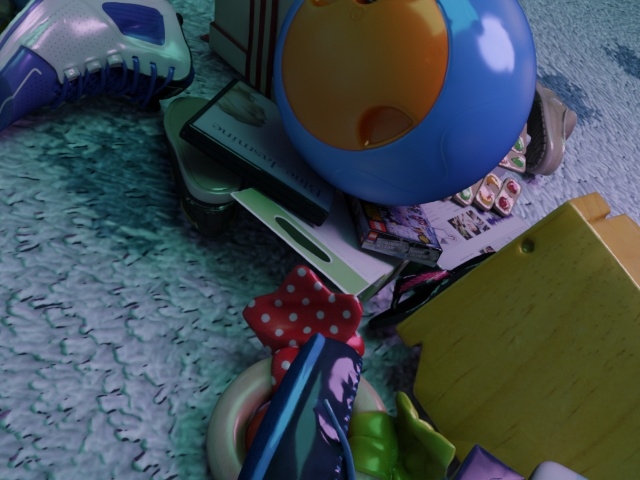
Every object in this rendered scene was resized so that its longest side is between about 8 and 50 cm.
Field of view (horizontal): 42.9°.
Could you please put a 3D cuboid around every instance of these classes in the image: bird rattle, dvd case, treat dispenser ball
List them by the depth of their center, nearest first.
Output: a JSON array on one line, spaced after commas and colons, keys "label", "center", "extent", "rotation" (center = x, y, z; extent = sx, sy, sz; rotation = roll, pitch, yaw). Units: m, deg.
[{"label": "bird rattle", "center": [-0.006, 0.156, 0.731], "extent": [0.207, 0.143, 0.253], "rotation": [-33, 72, -24]}, {"label": "treat dispenser ball", "center": [0.091, -0.182, 0.903], "extent": [0.288, 0.288, 0.288], "rotation": [19, 40, -16]}, {"label": "dvd case", "center": [-0.057, -0.115, 0.972], "extent": [0.180, 0.022, 0.253], "rotation": [33, 22, -7]}]

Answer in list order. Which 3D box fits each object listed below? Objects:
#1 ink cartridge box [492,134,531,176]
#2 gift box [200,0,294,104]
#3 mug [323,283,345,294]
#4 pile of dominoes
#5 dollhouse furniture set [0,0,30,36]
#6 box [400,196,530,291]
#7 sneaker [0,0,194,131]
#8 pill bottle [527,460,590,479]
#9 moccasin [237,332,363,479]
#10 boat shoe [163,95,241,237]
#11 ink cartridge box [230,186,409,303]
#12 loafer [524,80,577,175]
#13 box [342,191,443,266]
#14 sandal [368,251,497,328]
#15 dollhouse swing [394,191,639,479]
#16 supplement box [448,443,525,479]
[{"label": "ink cartridge box", "center": [0.204, -0.184, 1.280], "extent": [0.153, 0.087, 0.208], "rotation": [-20, 60, -46]}, {"label": "gift box", "center": [-0.021, -0.323, 1.139], "extent": [0.276, 0.258, 0.255], "rotation": [-26, 57, -27]}, {"label": "mug", "center": [-0.002, 0.082, 0.886], "extent": [0.064, 0.078, 0.062], "rotation": [12, -1, -37]}, {"label": "pile of dominoes", "center": [0.190, -0.147, 1.114], "extent": [0.251, 0.040, 0.196], "rotation": [15, 67, -22]}, {"label": "dollhouse furniture set", "center": [-0.414, -0.391, 1.108], "extent": [0.286, 0.198, 0.303], "rotation": [19, 67, 18]}, {"label": "box", "center": [0.214, 0.030, 1.082], "extent": [0.232, 0.058, 0.322], "rotation": [-21, 61, -46]}, {"label": "sneaker", "center": [-0.250, -0.216, 0.962], "extent": [0.182, 0.127, 0.315], "rotation": [42, 48, -14]}, {"label": "pill bottle", "center": [0.276, 0.310, 0.683], "extent": [0.264, 0.146, 0.146], "rotation": [26, 36, 17]}, {"label": "moccasin", "center": [-0.021, 0.241, 0.591], "extent": [0.117, 0.138, 0.342], "rotation": [20, 70, -4]}, {"label": "boat shoe", "center": [-0.142, -0.094, 0.962], "extent": [0.081, 0.068, 0.227], "rotation": [-1, 38, -15]}, {"label": "ink cartridge box", "center": [0.000, 0.000, 0.921], "extent": [0.171, 0.056, 0.235], "rotation": [40, 24, 10]}, {"label": "loafer", "center": [0.398, -0.198, 1.417], "extent": [0.092, 0.102, 0.268], "rotation": [20, 39, -6]}, {"label": "box", "center": [0.083, -0.025, 0.963], "extent": [0.094, 0.027, 0.137], "rotation": [15, 28, -18]}, {"label": "sandal", "center": [0.126, 0.048, 0.947], "extent": [0.179, 0.067, 0.040], "rotation": [-30, 97, -15]}, {"label": "dollhouse swing", "center": [0.318, 0.159, 0.919], "extent": [0.347, 0.315, 0.305], "rotation": [55, 11, 13]}, {"label": "supplement box", "center": [0.135, 0.252, 0.756], "extent": [0.056, 0.083, 0.083], "rotation": [35, 37, 14]}]
